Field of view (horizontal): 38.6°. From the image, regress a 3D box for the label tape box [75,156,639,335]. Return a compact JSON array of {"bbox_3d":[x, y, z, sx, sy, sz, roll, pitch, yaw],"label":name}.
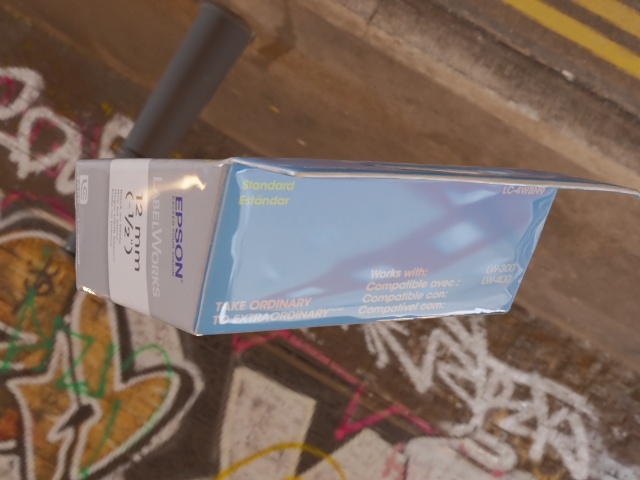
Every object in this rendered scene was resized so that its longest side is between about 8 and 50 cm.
[{"bbox_3d":[0.000,0.000,0.634,0.249,0.115,0.347,-1,-173,-31],"label":"label tape box"}]
